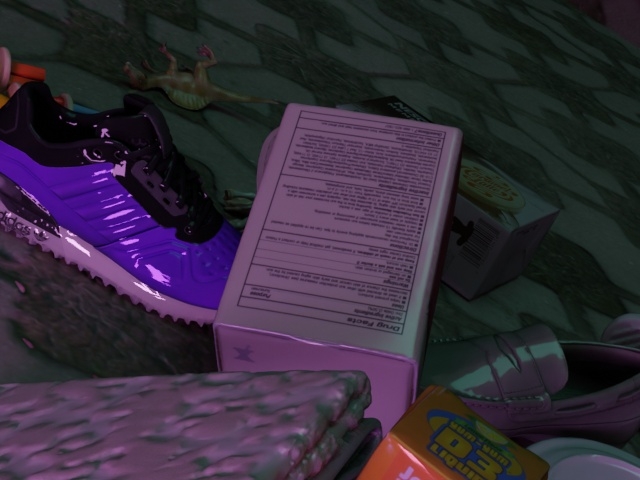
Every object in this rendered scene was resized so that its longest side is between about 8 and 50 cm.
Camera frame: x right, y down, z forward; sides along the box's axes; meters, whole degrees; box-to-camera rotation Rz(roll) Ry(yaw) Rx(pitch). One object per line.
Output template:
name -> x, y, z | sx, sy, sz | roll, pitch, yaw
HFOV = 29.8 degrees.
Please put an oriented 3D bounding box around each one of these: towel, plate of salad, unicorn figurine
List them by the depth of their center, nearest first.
towel -> -0.166, 0.145, 0.570 | 0.317, 0.053, 0.332 | -6, 13, 25
plate of salad -> 0.235, 0.240, 0.965 | 0.200, 0.048, 0.199 | 14, 36, -11
unicorn figurine -> -0.030, -0.011, 1.170 | 0.111, 0.060, 0.162 | 6, 35, -29

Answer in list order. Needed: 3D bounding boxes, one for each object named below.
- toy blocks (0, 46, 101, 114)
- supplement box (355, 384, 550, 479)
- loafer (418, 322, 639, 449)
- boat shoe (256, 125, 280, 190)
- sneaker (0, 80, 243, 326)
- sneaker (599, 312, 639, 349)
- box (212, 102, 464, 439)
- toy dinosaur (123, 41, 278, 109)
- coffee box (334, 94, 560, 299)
toy blocks -> -0.288, -0.143, 1.179 | 0.148, 0.054, 0.123 | 10, 31, -32
supplement box -> 0.024, 0.192, 0.633 | 0.078, 0.233, 0.080 | 35, 24, 16
loafer -> 0.164, 0.118, 1.051 | 0.320, 0.111, 0.112 | 9, 31, -33
boat shoe -> 0.000, 0.000, 1.093 | 0.068, 0.081, 0.227 | 51, 21, -64
sneaker -> -0.149, -0.040, 1.011 | 0.293, 0.146, 0.102 | 25, 25, -2
sneaker -> 0.402, 0.156, 1.238 | 0.282, 0.102, 0.161 | 37, 22, -3
box -> 0.020, 0.023, 0.940 | 0.149, 0.126, 0.232 | 10, 52, 8
toy dinosaur -> -0.147, -0.185, 1.418 | 0.183, 0.053, 0.092 | 9, 45, -19
coffee box -> 0.123, -0.054, 1.352 | 0.246, 0.098, 0.141 | 38, 27, 22
